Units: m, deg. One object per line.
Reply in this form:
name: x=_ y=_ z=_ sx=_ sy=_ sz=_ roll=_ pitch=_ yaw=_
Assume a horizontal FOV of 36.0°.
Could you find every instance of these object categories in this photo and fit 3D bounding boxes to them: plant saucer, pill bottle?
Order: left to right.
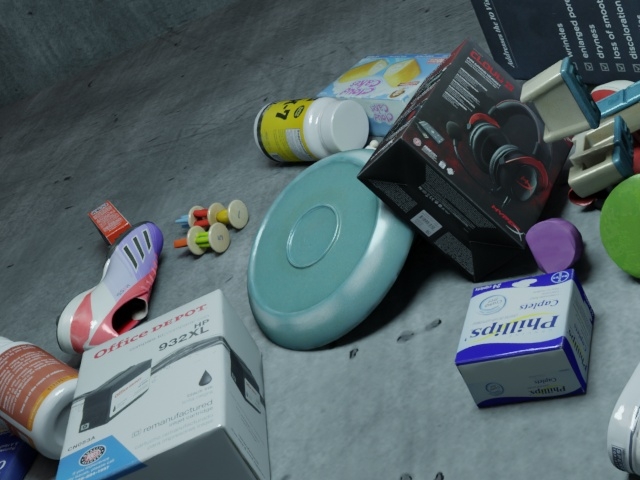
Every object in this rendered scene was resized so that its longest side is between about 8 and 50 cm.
pill bottle: x=-0.418 y=0.218 z=1.421 sx=0.216 sy=0.121 sz=0.121 roll=22 pitch=54 yaw=36
pill bottle: x=-0.017 y=-0.208 z=1.842 sx=0.208 sy=0.119 sz=0.119 roll=3 pitch=40 yaw=46
plant saucer: x=0.000 y=0.000 z=1.400 sx=0.317 sy=0.043 sz=0.318 roll=-27 pitch=46 yaw=32

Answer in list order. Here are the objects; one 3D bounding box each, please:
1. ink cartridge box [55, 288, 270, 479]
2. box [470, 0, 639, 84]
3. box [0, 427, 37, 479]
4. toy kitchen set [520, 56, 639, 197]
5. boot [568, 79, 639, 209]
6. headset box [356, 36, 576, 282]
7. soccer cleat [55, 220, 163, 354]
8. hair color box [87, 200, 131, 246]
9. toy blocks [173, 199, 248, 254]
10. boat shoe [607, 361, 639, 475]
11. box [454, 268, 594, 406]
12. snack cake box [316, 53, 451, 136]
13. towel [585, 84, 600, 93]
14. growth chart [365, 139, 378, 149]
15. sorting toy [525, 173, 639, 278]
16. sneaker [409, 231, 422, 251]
ink cartridge box: x=-0.193 y=0.224 z=1.245 sx=0.223 sy=0.129 sz=0.307 roll=-25 pitch=27 yaw=7
box: x=0.435 y=-0.491 z=1.412 sx=0.297 sy=0.480 sz=0.471 roll=-43 pitch=32 yaw=-24
box: x=-0.492 y=0.356 z=1.406 sx=0.136 sy=0.036 sz=0.225 roll=-17 pitch=30 yaw=21
toy kitchen set: x=0.340 y=-0.175 z=1.194 sx=0.122 sy=0.166 sz=0.207 roll=-26 pitch=20 yaw=28
boot: x=0.391 y=-0.128 z=1.357 sx=0.176 sy=0.088 sz=0.244 roll=-31 pitch=30 yaw=-1
headset box: x=0.212 y=-0.124 z=1.347 sx=0.110 sy=0.218 sz=0.293 roll=-41 pitch=10 yaw=47
soccer cleat: x=-0.324 y=0.081 z=1.672 sx=0.116 sy=0.109 sz=0.318 roll=6 pitch=37 yaw=18
hair color box: x=-0.382 y=-0.007 z=1.867 sx=0.053 sy=0.093 sz=0.167 roll=-34 pitch=27 yaw=-11
toy blocks: x=-0.218 y=-0.019 z=1.776 sx=0.148 sy=0.054 sz=0.123 roll=-7 pitch=34 yaw=37
boat shoe: x=0.367 y=0.115 z=0.946 sx=0.088 sy=0.096 sz=0.267 roll=7 pitch=44 yaw=43
box: x=0.231 y=0.109 z=1.106 sx=0.126 sy=0.072 sz=0.137 roll=-14 pitch=31 yaw=28
snack cake box: x=0.133 y=-0.273 z=1.845 sx=0.152 sy=0.089 sz=0.264 roll=-40 pitch=29 yaw=-23
towel: x=0.569 y=-0.323 z=1.578 sx=0.324 sy=0.056 sz=0.312 roll=3 pitch=44 yaw=43
growth chart: x=0.120 y=-0.124 z=1.676 sx=0.237 sy=0.021 sz=0.172 roll=3 pitch=41 yaw=47
sorting toy: x=0.432 y=-0.028 z=1.161 sx=0.365 sy=0.127 sz=0.126 roll=-13 pitch=1 yaw=33
sneaker: x=0.134 y=-0.051 z=1.451 sx=0.302 sy=0.108 sz=0.121 roll=-42 pitch=29 yaw=-8
